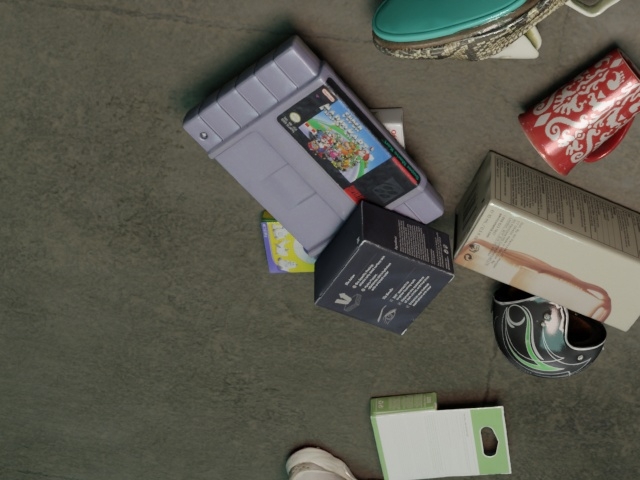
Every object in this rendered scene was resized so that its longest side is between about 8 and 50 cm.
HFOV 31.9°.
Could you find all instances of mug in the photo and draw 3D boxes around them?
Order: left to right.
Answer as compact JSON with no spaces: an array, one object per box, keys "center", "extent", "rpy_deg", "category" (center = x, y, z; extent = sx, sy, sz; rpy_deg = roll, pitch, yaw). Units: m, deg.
[{"center":[0.392,-0.188,1.619],"extent":[0.169,0.150,0.113],"rpy_deg":[-39,75,24],"category":"mug"}]

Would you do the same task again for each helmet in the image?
[{"center":[0.364,0.141,1.794],"extent":[0.169,0.169,0.162],"rpy_deg":[-18,104,19],"category":"helmet"}]

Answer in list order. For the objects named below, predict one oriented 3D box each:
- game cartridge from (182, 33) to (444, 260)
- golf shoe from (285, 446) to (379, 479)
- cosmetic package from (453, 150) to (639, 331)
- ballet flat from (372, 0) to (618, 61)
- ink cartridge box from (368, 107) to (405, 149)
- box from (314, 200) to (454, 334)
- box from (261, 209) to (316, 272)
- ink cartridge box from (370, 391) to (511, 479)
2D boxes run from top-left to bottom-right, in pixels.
[{"center":[-0.004,-0.115,1.668],"extent":[0.230,0.068,0.355],"rpy_deg":[-29,119,31],"category":"game cartridge"},{"center":[0.066,0.506,2.096],"extent":[0.306,0.140,0.115],"rpy_deg":[26,122,-12],"category":"golf shoe"},{"center":[0.361,0.002,1.707],"extent":[0.296,0.153,0.129],"rpy_deg":[22,125,-6],"category":"cosmetic package"},{"center":[0.306,-0.346,1.489],"extent":[0.482,0.164,0.182],"rpy_deg":[-31,136,23],"category":"ballet flat"},{"center":[0.068,-0.149,1.701],"extent":[0.122,0.052,0.089],"rpy_deg":[0,125,9],"category":"ink cartridge box"},{"center":[0.094,0.043,1.692],"extent":[0.158,0.093,0.156],"rpy_deg":[21,131,-20],"category":"box"},{"center":[0.000,0.000,1.819],"extent":[0.179,0.043,0.105],"rpy_deg":[-4,124,8],"category":"box"},{"center":[0.217,0.353,2.022],"extent":[0.235,0.056,0.171],"rpy_deg":[-7,123,8],"category":"ink cartridge box"}]
